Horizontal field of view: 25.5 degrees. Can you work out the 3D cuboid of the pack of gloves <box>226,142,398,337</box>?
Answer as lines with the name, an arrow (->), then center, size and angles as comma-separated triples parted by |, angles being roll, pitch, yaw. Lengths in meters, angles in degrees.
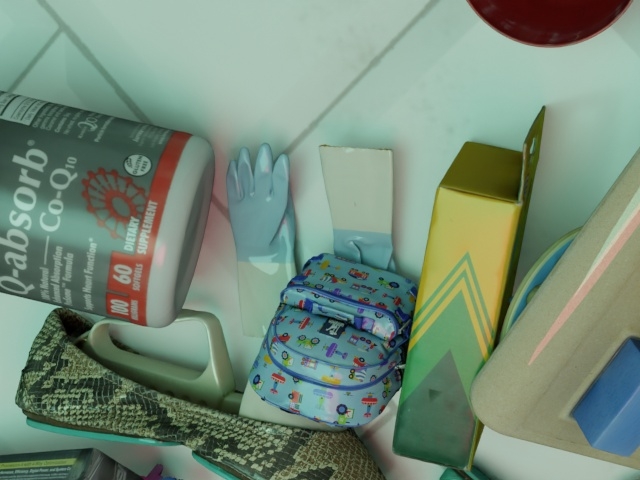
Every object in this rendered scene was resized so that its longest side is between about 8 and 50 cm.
pack of gloves -> 0.000, 0.000, 1.521 | 0.195, 0.046, 0.232 | 4, 114, 22

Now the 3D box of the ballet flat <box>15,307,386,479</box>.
ballet flat -> -0.123, 0.174, 1.558 | 0.483, 0.164, 0.182 | 15, 95, 23

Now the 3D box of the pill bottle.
pill bottle -> -0.308, -0.045, 1.493 | 0.363, 0.210, 0.210 | 13, 109, 2

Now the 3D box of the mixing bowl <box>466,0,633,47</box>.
mixing bowl -> 0.223, -0.274, 1.308 | 0.181, 0.098, 0.181 | 7, 107, 23

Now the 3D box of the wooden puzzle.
wooden puzzle -> 0.356, 0.096, 1.257 | 0.348, 0.080, 0.322 | 20, 117, -24

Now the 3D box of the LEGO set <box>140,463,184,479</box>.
LEGO set -> -0.122, 0.318, 1.632 | 0.227, 0.093, 0.087 | 35, 146, 7

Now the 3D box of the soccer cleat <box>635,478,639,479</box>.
soccer cleat -> 0.378, 0.345, 1.410 | 0.095, 0.083, 0.248 | -43, 81, 22

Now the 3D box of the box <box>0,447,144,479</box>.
box -> -0.411, 0.404, 1.619 | 0.395, 0.318, 0.097 | -11, 142, 38

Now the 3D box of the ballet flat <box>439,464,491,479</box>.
ballet flat -> 0.209, 0.323, 1.446 | 0.247, 0.083, 0.087 | 34, 96, 36

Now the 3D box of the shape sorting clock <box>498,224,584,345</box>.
shape sorting clock -> 0.248, 0.081, 1.339 | 0.040, 0.206, 0.206 | 24, 114, 46

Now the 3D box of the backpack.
backpack -> 0.014, 0.107, 1.433 | 0.158, 0.173, 0.116 | 20, 119, 16

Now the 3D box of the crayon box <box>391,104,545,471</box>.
crayon box -> 0.145, 0.033, 1.362 | 0.081, 0.202, 0.318 | 12, 107, 10
